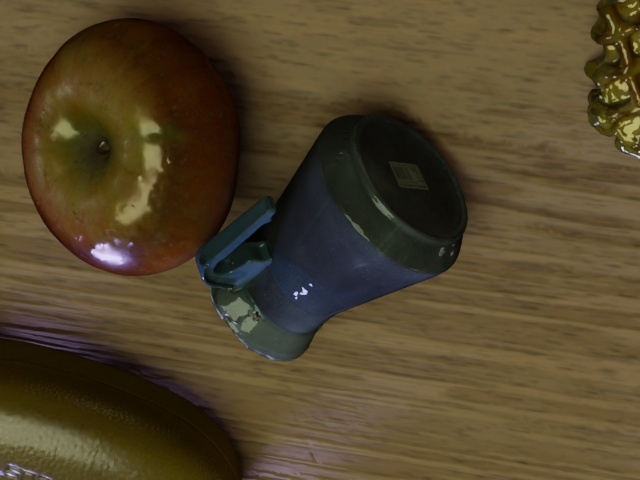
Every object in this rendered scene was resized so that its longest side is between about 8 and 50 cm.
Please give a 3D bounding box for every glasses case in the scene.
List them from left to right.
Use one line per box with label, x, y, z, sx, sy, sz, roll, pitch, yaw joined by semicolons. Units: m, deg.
glasses case;-0.256;0.216;1.801;0.371;0.141;0.173;19;112;-6

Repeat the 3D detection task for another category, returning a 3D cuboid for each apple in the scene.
apple;-0.170;-0.088;1.669;0.210;0.173;0.235;24;106;26

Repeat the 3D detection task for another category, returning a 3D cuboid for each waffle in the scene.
waffle;0.358;-0.146;1.555;0.253;0.056;0.249;15;116;12

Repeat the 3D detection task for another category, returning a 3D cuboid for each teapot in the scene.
teapot;0.000;0.000;1.652;0.225;0.203;0.171;-40;56;32
